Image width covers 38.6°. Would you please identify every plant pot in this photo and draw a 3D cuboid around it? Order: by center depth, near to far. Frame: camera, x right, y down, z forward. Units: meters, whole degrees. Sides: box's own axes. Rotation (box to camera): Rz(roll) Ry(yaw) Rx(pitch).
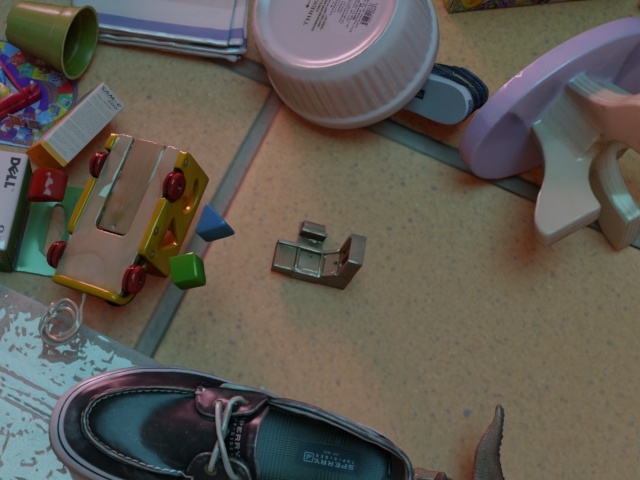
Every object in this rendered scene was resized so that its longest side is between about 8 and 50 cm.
[{"bbox_3d":[-0.299,-0.229,1.005,0.079,0.083,0.083,19,64,8],"label":"plant pot"}]

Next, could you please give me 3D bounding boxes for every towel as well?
[{"bbox_3d":[-0.303,0.145,0.864,0.282,0.049,0.187,27,65,0],"label":"towel"},{"bbox_3d":[-0.182,-0.348,1.113,0.209,0.034,0.285,6,64,-6],"label":"towel"}]

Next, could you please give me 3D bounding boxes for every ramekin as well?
[{"bbox_3d":[0.022,-0.240,1.017,0.207,0.109,0.207,-6,71,17],"label":"ramekin"}]

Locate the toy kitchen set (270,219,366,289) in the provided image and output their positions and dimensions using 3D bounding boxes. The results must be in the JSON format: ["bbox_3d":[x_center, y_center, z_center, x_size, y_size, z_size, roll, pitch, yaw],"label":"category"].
[{"bbox_3d":[0.000,0.000,0.972,0.083,0.075,0.068,15,63,-9],"label":"toy kitchen set"}]

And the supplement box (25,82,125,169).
[{"bbox_3d":[-0.262,-0.119,0.975,0.036,0.062,0.098,48,64,-20],"label":"supplement box"}]

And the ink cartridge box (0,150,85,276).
[{"bbox_3d":[-0.353,-0.034,0.923,0.209,0.062,0.109,9,65,-8],"label":"ink cartridge box"}]

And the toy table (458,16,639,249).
[{"bbox_3d":[0.310,-0.114,1.005,0.274,0.252,0.161,-34,60,1],"label":"toy table"}]

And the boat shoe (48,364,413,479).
[{"bbox_3d":[-0.072,0.177,0.829,0.335,0.119,0.121,10,72,-16],"label":"boat shoe"}]

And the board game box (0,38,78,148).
[{"bbox_3d":[-0.353,-0.174,1.001,0.168,0.033,0.133,10,65,-7],"label":"board game box"}]

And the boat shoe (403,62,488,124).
[{"bbox_3d":[0.109,-0.191,1.092,0.183,0.065,0.083,29,29,20],"label":"boat shoe"}]

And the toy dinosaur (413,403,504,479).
[{"bbox_3d":[0.162,0.315,0.848,0.200,0.127,0.296,26,52,-8],"label":"toy dinosaur"}]

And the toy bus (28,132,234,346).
[{"bbox_3d":[-0.189,-0.003,0.915,0.202,0.104,0.191,-27,66,3],"label":"toy bus"}]

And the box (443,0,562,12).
[{"bbox_3d":[0.274,-0.476,1.180,0.279,0.177,0.290,-9,69,-15],"label":"box"}]
